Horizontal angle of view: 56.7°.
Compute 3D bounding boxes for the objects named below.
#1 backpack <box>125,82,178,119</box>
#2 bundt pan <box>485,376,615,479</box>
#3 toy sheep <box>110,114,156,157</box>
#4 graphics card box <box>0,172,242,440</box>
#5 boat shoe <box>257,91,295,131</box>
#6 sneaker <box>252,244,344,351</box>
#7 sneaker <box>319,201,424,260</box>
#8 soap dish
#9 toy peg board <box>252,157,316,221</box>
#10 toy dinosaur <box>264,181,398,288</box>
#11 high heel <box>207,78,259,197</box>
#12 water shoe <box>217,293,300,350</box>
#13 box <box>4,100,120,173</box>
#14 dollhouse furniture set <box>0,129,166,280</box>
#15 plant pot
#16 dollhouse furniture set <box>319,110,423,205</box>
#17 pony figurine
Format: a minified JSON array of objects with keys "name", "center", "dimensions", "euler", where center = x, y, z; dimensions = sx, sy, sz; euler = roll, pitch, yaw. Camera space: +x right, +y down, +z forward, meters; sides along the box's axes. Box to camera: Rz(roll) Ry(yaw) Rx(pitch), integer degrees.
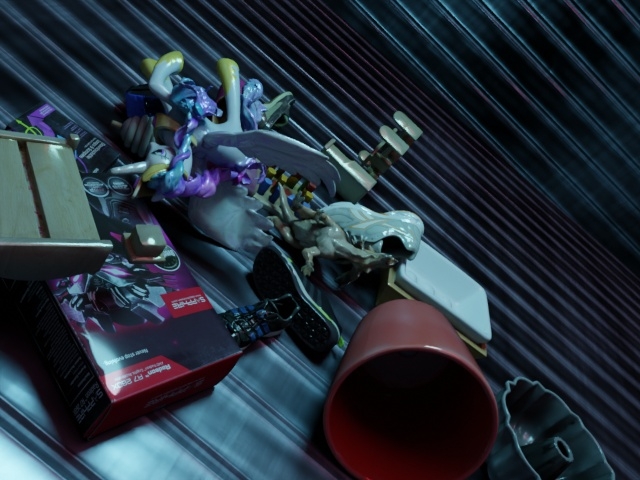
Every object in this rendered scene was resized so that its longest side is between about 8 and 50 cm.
[{"name":"backpack","center":[-0.340,-0.272,1.223],"dimensions":[0.120,0.101,0.098],"euler":[13,23,13]},{"name":"bundt pan","center":[0.449,0.453,1.206],"dimensions":[0.330,0.124,0.331],"euler":[30,32,-21]},{"name":"toy sheep","center":[-0.340,-0.202,1.150],"dimensions":[0.132,0.091,0.091],"euler":[15,38,-17]},{"name":"graphics card box","center":[-0.301,0.064,0.842],"dimensions":[0.232,0.094,0.371],"euler":[-10,58,-54]},{"name":"boat shoe","center":[-0.121,-0.336,1.592],"dimensions":[0.073,0.080,0.223],"euler":[47,35,-4]},{"name":"sneaker","center":[-0.040,0.113,1.122],"dimensions":[0.235,0.084,0.097],"euler":[55,19,10]},{"name":"sneaker","center":[0.098,-0.012,1.318],"dimensions":[0.262,0.099,0.121],"euler":[3,39,8]},{"name":"soap dish","center":[0.261,0.134,1.396],"dimensions":[0.290,0.118,0.229],"euler":[37,31,-11]},{"name":"toy peg board","center":[-0.078,-0.129,1.368],"dimensions":[0.161,0.079,0.161],"euler":[31,32,-19]},{"name":"toy dinosaur","center":[0.000,0.000,1.261],"dimensions":[0.295,0.127,0.200],"euler":[39,6,34]},{"name":"high heel","center":[-0.227,-0.270,1.312],"dimensions":[0.181,0.127,0.377],"euler":[30,34,-42]},{"name":"water shoe","center":[-0.112,0.128,0.987],"dimensions":[0.073,0.080,0.203],"euler":[50,26,15]},{"name":"box","center":[-0.444,-0.167,1.031],"dimensions":[0.162,0.029,0.116],"euler":[36,31,-15]},{"name":"dollhouse furniture set","center":[-0.422,-0.057,0.746],"dimensions":[0.355,0.174,0.303],"euler":[4,48,-42]},{"name":"plant pot","center":[0.148,0.238,1.008],"dimensions":[0.275,0.275,0.243],"euler":[38,20,-8]},{"name":"dollhouse furniture set","center":[0.114,-0.237,1.612],"dimensions":[0.161,0.212,0.242],"euler":[43,57,-2]},{"name":"pony figurine","center":[-0.179,-0.162,1.054],"dimensions":[0.350,0.303,0.364],"euler":[21,44,-29]}]
